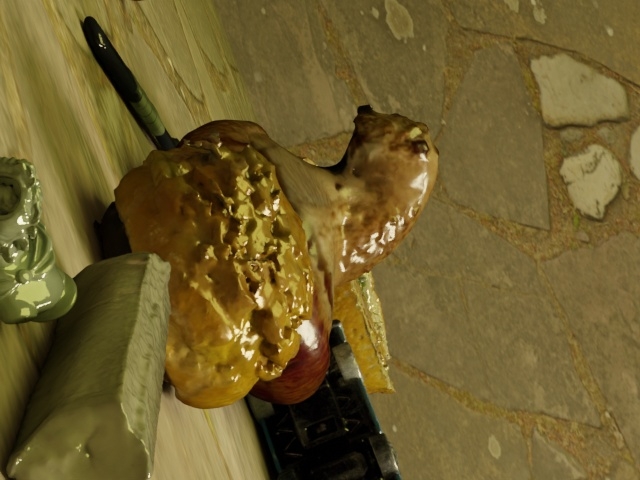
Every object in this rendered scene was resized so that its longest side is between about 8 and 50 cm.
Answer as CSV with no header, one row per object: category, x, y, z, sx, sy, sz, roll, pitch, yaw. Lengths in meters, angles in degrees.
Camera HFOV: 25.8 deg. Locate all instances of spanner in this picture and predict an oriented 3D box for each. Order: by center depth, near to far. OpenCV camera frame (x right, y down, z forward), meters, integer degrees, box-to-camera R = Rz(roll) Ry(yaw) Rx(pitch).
spanner,-0.165,-0.121,1.341,0.316,0.024,0.087,62,5,-60

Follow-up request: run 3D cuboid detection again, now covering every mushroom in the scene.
mushroom,-0.033,0.012,1.196,0.267,0.254,0.267,37,42,-44

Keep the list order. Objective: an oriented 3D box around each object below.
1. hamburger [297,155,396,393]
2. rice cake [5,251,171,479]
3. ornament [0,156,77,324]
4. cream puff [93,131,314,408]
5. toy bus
hamburger,-0.023,0.043,1.446,0.144,0.156,0.283,-78,152,-54
rice cake,-0.104,0.060,0.674,0.256,0.057,0.052,-104,-170,-74
ornament,-0.137,0.003,0.625,0.092,0.041,0.068,113,-38,-80
cream puff,-0.071,0.015,0.951,0.189,0.129,0.189,158,-90,-89
toy bus,0.015,0.207,1.303,0.134,0.116,0.234,70,-2,-50
